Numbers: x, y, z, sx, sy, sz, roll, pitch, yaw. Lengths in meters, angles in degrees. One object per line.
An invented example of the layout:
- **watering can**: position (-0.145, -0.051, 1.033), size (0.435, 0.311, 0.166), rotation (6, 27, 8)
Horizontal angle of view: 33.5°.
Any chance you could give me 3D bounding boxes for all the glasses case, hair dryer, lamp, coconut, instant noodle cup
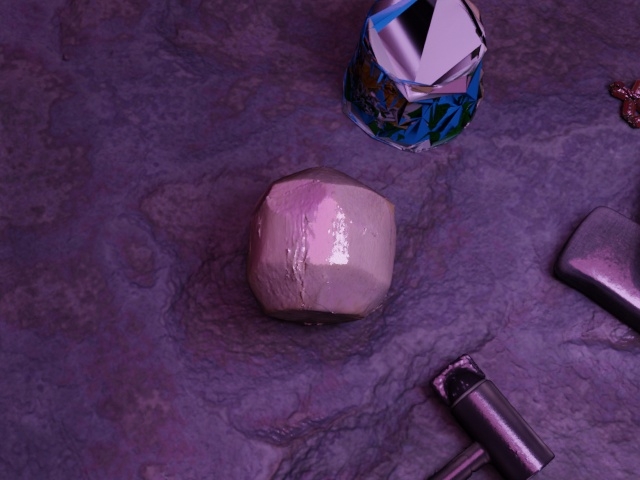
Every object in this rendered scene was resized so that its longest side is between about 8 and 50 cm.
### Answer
- **glasses case**: position (0.511, 0.080, 1.586), size (0.323, 0.074, 0.131), rotation (35, 75, 10)
- **hair dryer**: position (0.175, 0.308, 1.509), size (0.248, 0.078, 0.195), rotation (-38, 74, -7)
- **lamp**: position (0.505, -0.219, 1.715), size (0.063, 0.031, 0.083), rotation (-10, 76, -4)
- **coconut**: position (0.002, 0.000, 1.529), size (0.227, 0.227, 0.230), rotation (5, 78, 1)
- **instant noodle cup**: position (0.152, -0.279, 1.651), size (0.240, 0.178, 0.240), rotation (0, 71, 0)
